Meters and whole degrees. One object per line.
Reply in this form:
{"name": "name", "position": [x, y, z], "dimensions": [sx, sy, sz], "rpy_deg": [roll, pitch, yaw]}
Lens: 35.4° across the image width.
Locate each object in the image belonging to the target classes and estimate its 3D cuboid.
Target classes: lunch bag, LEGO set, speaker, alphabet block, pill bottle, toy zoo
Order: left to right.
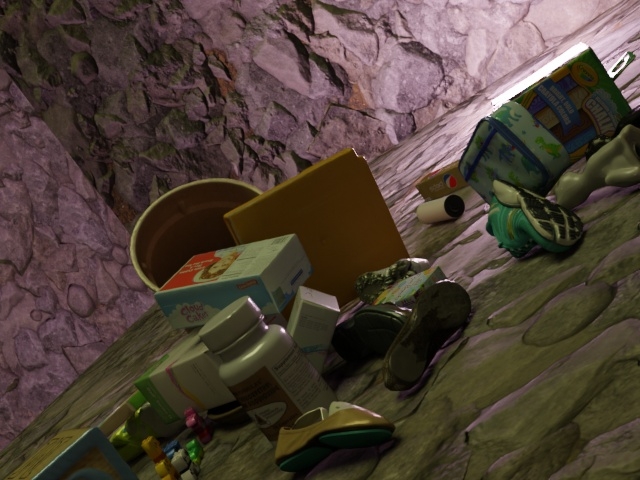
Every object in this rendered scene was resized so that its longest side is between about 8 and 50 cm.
{"name": "alphabet block", "position": [-0.444, 0.463, 1.784], "dimensions": [0.193, 0.192, 0.197], "rpy_deg": [-39, 10, -31]}
{"name": "toy zoo", "position": [-0.412, 0.358, 2.178], "dimensions": [0.192, 0.030, 0.293], "rpy_deg": [-42, 2, 21]}
{"name": "LEGO set", "position": [-0.272, 0.382, 1.850], "dimensions": [0.087, 0.093, 0.227], "rpy_deg": [-35, 9, 8]}
{"name": "pill bottle", "position": [-0.087, 0.208, 1.602], "dimensions": [0.131, 0.229, 0.131], "rpy_deg": [-36, 9, 6]}
{"name": "speaker", "position": [0.272, -0.069, 2.265], "dimensions": [0.055, 0.055, 0.136], "rpy_deg": [-39, 9, -20]}
{"name": "lunch bag", "position": [0.344, -0.142, 1.827], "dimensions": [0.090, 0.176, 0.219], "rpy_deg": [-37, -13, -21]}

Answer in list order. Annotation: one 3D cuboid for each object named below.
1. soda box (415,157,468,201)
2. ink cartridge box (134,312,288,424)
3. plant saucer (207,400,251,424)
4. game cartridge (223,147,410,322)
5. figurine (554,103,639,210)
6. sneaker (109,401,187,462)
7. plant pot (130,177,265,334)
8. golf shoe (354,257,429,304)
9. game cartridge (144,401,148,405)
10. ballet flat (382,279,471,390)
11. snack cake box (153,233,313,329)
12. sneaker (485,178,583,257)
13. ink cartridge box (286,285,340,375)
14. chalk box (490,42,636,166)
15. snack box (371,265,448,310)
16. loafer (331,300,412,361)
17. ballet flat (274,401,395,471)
{"name": "soda box", "position": [0.323, -0.155, 2.504], "dimensions": [0.061, 0.058, 0.181], "rpy_deg": [-42, 11, -36]}
{"name": "ink cartridge box", "position": [-0.188, 0.231, 1.974], "dimensions": [0.353, 0.119, 0.207], "rpy_deg": [-27, 11, 48]}
{"name": "plant saucer", "position": [-0.101, 0.270, 1.958], "dimensions": [0.277, 0.041, 0.278], "rpy_deg": [-36, 8, 6]}
{"name": "game cartridge", "position": [0.000, 0.000, 2.049], "dimensions": [0.323, 0.285, 0.052], "rpy_deg": [-30, 14, -21]}
{"name": "figurine", "position": [0.497, -0.139, 1.708], "dimensions": [0.215, 0.092, 0.209], "rpy_deg": [-44, 4, -36]}
{"name": "sneaker", "position": [-0.362, 0.386, 2.190], "dimensions": [0.240, 0.091, 0.126], "rpy_deg": [-34, 8, 19]}
{"name": "plant pot", "position": [-0.229, 0.086, 2.249], "dimensions": [0.334, 0.333, 0.306], "rpy_deg": [-40, -31, -23]}
{"name": "golf shoe", "position": [0.146, 0.080, 1.998], "dimensions": [0.086, 0.069, 0.176], "rpy_deg": [-17, -4, -44]}
{"name": "game cartridge", "position": [-0.301, 0.319, 2.425], "dimensions": [0.230, 0.068, 0.355], "rpy_deg": [-38, 8, 12]}
{"name": "ballet flat", "position": [0.159, 0.147, 1.530], "dimensions": [0.250, 0.084, 0.058], "rpy_deg": [-50, -8, -45]}
{"name": "snack cake box", "position": [-0.165, 0.081, 1.901], "dimensions": [0.264, 0.089, 0.152], "rpy_deg": [-11, 25, 34]}
{"name": "sneaker", "position": [0.346, -0.020, 1.654], "dimensions": [0.275, 0.107, 0.110], "rpy_deg": [-122, 50, -74]}
{"name": "ink cartridge box", "position": [-0.026, 0.181, 1.740], "dimensions": [0.127, 0.072, 0.175], "rpy_deg": [-105, 32, -81]}
{"name": "chalk box", "position": [0.516, -0.279, 2.031], "dimensions": [0.289, 0.179, 0.180], "rpy_deg": [-33, 8, 14]}
{"name": "snack box", "position": [0.156, 0.105, 1.846], "dimensions": [0.141, 0.037, 0.100], "rpy_deg": [-26, 14, 46]}
{"name": "loafer", "position": [0.104, 0.142, 1.688], "dimensions": [0.084, 0.096, 0.267], "rpy_deg": [-34, 5, -28]}
{"name": "ballet flat", "position": [0.012, 0.261, 1.396], "dimensions": [0.232, 0.080, 0.073], "rpy_deg": [-30, 49, 41]}
